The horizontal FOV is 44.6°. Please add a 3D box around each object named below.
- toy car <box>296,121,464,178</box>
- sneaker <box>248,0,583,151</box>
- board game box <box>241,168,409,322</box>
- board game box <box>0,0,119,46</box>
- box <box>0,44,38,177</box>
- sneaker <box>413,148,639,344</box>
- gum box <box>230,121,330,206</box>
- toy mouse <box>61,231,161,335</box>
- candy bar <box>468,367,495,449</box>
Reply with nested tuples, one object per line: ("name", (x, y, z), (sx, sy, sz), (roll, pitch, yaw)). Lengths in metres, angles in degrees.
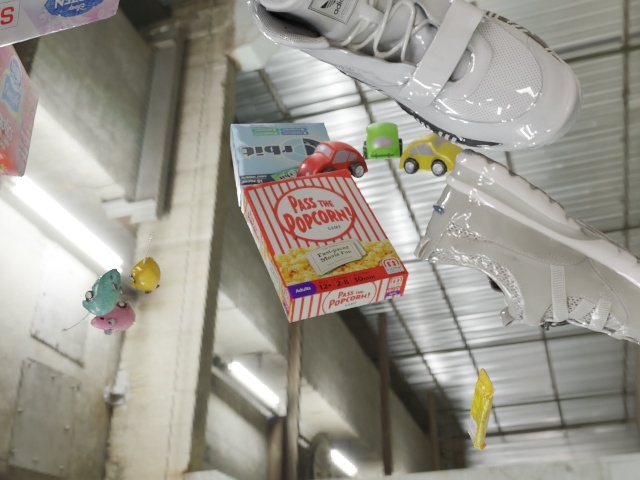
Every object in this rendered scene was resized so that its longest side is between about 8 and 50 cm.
("toy car", (0.088, -0.135, 1.125), (0.225, 0.238, 0.053), (-81, -12, -72))
("sneaker", (0.071, -0.200, 0.768), (0.210, 0.365, 0.137), (-3, -58, -63))
("board game box", (0.000, 0.000, 0.957), (0.045, 0.146, 0.193), (98, 153, -45))
("board game box", (-0.392, -0.267, 0.660), (0.318, 0.318, 0.066), (-36, -21, -48))
("box", (-0.421, -0.171, 0.897), (0.257, 0.128, 0.123), (123, 154, -75))
("sneaker", (0.207, 0.035, 0.690), (0.281, 0.115, 0.105), (33, -168, -10))
("gum box", (-0.056, -0.123, 1.216), (0.184, 0.156, 0.041), (-104, 15, -51))
("toy mouse", (-0.260, 0.083, 0.991), (0.143, 0.031, 0.161), (-36, -24, -34))
("candy bar", (0.218, 0.234, 1.062), (0.162, 0.018, 0.040), (84, 167, -47))
